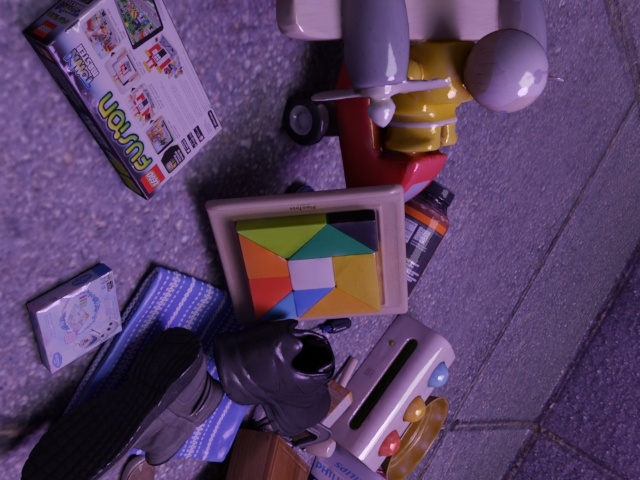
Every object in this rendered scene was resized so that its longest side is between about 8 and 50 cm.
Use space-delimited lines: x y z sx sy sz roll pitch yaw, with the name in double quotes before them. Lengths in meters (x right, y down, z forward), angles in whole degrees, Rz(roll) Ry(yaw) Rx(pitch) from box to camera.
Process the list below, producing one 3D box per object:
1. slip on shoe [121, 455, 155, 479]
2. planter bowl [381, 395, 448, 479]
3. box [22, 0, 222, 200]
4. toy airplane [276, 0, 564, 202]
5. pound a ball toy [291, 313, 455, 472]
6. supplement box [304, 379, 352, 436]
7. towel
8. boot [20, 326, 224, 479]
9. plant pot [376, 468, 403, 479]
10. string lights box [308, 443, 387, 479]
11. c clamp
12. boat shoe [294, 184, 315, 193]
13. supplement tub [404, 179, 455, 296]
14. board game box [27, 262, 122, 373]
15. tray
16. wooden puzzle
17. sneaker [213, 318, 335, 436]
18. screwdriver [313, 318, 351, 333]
"slip on shoe" -0.240 0.345 1.034 0.051 0.041 0.135 -16 129 -50
"planter bowl" 0.176 0.405 1.657 0.217 0.090 0.217 -37 144 -33
"box" -0.171 -0.142 0.711 0.114 0.036 0.207 -48 148 -19
"toy airplane" 0.133 -0.240 0.843 0.386 0.272 0.384 -50 148 -14
"pound a ball toy" 0.114 0.295 1.424 0.319 0.135 0.208 -52 149 -13
"supplement box" 0.000 0.285 1.318 0.098 0.062 0.036 -44 147 -25
"towel" -0.167 0.178 0.999 0.243 0.040 0.336 -60 150 -1
"boot" -0.207 0.226 0.885 0.246 0.083 0.161 -43 149 -25
"plant pot" 0.103 0.627 1.664 0.201 0.201 0.180 -23 150 -46
"string lights box" 0.027 0.550 1.520 0.076 0.133 0.260 -13 127 -51
"c clamp" -0.055 0.316 1.245 0.161 0.137 0.022 49 31 -47
"boat shoe" 0.000 0.000 1.060 0.066 0.066 0.183 -45 147 -24
"supplement tub" 0.134 -0.004 1.219 0.198 0.106 0.106 -59 150 1
"board game box" -0.253 0.081 0.802 0.090 0.020 0.090 -34 142 -37
"tray" -0.111 0.517 1.163 0.203 0.076 0.411 66 32 -57
"wooden puzzle" -0.008 0.031 0.915 0.239 0.220 0.044 81 5 -48
"sneaker" -0.030 0.183 1.029 0.130 0.109 0.286 -22 152 11
"screwdriver" -0.007 0.144 1.225 0.025 0.024 0.169 -42 159 33
